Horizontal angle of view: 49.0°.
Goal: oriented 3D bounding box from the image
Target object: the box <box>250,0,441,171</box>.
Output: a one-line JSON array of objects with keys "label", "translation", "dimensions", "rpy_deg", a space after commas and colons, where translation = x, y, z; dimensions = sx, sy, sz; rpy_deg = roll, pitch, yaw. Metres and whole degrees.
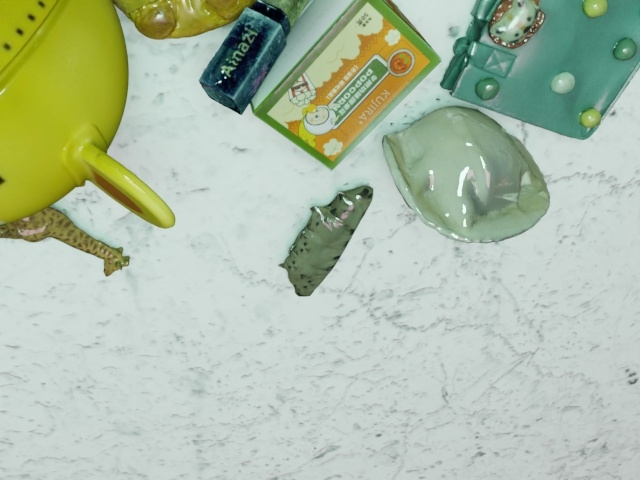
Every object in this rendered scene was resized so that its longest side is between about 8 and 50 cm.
[{"label": "box", "translation": [0.017, -0.228, 0.880], "dimensions": [0.148, 0.178, 0.195], "rpy_deg": [32, 113, -35]}]

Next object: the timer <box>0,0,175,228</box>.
[{"label": "timer", "translation": [-0.347, -0.149, 0.729], "dimensions": [0.376, 0.376, 0.387], "rpy_deg": [-31, 132, 9]}]

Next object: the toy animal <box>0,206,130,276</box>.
[{"label": "toy animal", "translation": [-0.409, -0.013, 1.011], "dimensions": [0.275, 0.054, 0.149], "rpy_deg": [6, 128, -22]}]

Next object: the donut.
[{"label": "donut", "translation": [-0.157, -0.341, 0.783], "dimensions": [0.226, 0.114, 0.227], "rpy_deg": [-9, 129, -11]}]

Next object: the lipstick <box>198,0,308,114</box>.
[{"label": "lipstick", "translation": [-0.032, -0.291, 0.805], "dimensions": [0.312, 0.051, 0.051], "rpy_deg": [-59, 167, -7]}]

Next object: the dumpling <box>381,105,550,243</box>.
[{"label": "dumpling", "translation": [0.225, -0.095, 1.018], "dimensions": [0.243, 0.227, 0.175], "rpy_deg": [-24, 146, -2]}]

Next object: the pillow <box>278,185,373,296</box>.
[{"label": "pillow", "translation": [-0.001, 0.001, 1.140], "dimensions": [0.093, 0.051, 0.241], "rpy_deg": [15, 124, -26]}]

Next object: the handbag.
[{"label": "handbag", "translation": [0.341, -0.283, 0.983], "dimensions": [0.274, 0.100, 0.269], "rpy_deg": [11, 124, -25]}]
